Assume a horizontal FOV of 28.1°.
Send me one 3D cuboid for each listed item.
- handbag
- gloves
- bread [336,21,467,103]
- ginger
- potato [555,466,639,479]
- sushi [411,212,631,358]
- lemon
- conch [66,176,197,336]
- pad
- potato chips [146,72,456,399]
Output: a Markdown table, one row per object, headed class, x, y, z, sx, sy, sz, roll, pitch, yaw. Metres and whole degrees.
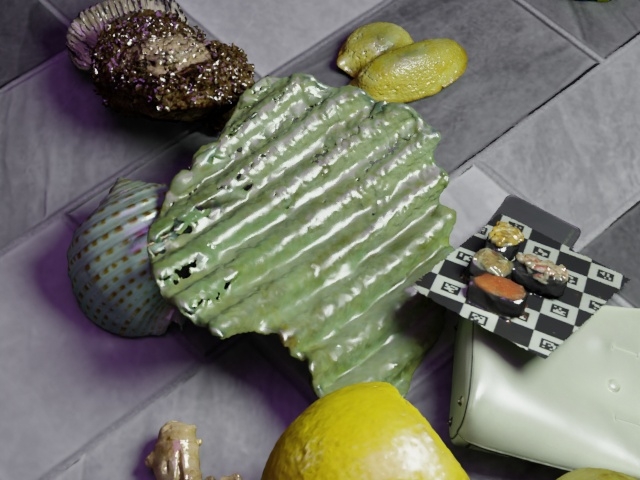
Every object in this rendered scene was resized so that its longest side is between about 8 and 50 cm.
| class | x | y | z | sx | sy | sz | roll | pitch | yaw |
| --- | --- | --- | --- | --- | --- | --- | --- | --- | --- |
| handbag | 0.311 | 0.166 | 1.497 | 0.315 | 0.109 | 0.241 | 8 | 55 | -1 |
| gloves | -0.209 | -0.232 | 1.730 | 0.210 | 0.135 | 0.312 | -3 | 31 | -28 |
| bread | 0.115 | -0.268 | 1.815 | 0.188 | 0.065 | 0.149 | -15 | 52 | -10 |
| ginger | -0.103 | 0.314 | 1.405 | 0.089 | 0.075 | 0.288 | -26 | 56 | -24 |
| potato | 0.287 | 0.378 | 1.306 | 0.210 | 0.173 | 0.307 | 25 | 60 | 12 |
| sushi | 0.246 | 0.031 | 1.533 | 0.192 | 0.043 | 0.279 | 29 | 32 | 22 |
| lemon | 0.041 | 0.283 | 1.329 | 0.219 | 0.240 | 0.240 | -37 | 63 | -8 |
| conch | -0.225 | 0.012 | 1.567 | 0.172 | 0.131 | 0.200 | -19 | 57 | -15 |
| pad | 0.256 | 0.014 | 1.658 | 0.112 | 0.003 | 0.157 | 29 | 59 | 17 |
| potato chips | 0.002 | -0.007 | 1.526 | 0.373 | 0.097 | 0.389 | 30 | 64 | -6 |
